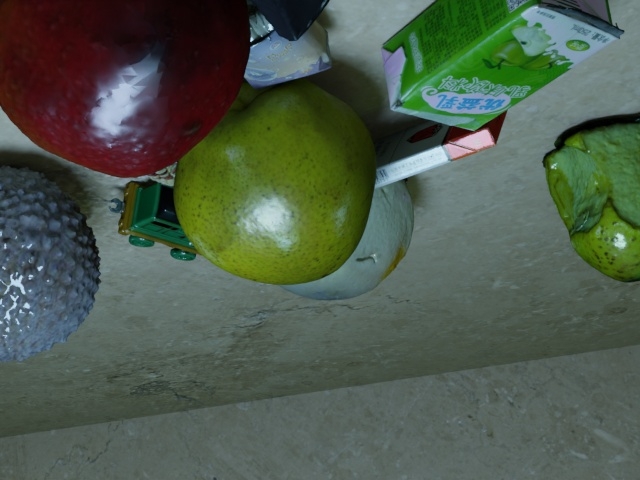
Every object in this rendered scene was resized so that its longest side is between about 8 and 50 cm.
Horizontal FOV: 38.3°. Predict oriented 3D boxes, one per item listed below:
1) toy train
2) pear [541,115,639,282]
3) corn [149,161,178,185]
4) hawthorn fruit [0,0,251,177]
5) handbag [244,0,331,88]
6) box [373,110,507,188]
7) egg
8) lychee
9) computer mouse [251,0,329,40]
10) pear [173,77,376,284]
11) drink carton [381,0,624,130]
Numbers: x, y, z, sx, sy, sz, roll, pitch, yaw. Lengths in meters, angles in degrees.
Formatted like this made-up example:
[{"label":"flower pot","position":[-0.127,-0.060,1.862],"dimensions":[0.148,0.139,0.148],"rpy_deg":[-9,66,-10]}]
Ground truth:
[{"label":"toy train","position":[-0.237,-0.033,1.528],"dimensions":[0.228,0.091,0.136],"rpy_deg":[18,158,-31]},{"label":"pear","position":[0.481,-0.046,1.544],"dimensions":[0.164,0.255,0.238],"rpy_deg":[-6,163,-5]},{"label":"corn","position":[-0.249,-0.142,1.302],"dimensions":[0.086,0.086,0.253],"rpy_deg":[-13,158,14]},{"label":"hawthorn fruit","position":[-0.186,-0.219,0.919],"dimensions":[0.265,0.265,0.307],"rpy_deg":[9,137,-35]},{"label":"handbag","position":[-0.067,-0.244,1.094],"dimensions":[0.117,0.095,0.173],"rpy_deg":[-15,160,17]},{"label":"box","position":[0.155,-0.142,1.376],"dimensions":[0.245,0.139,0.035],"rpy_deg":[-19,112,30]},{"label":"egg","position":[0.000,0.000,1.583],"dimensions":[0.337,0.201,0.337],"rpy_deg":[-4,154,-2]},{"label":"lychee","position":[-0.466,0.036,1.391],"dimensions":[0.300,0.300,0.300],"rpy_deg":[-6,158,-2]},{"label":"computer mouse","position":[-0.032,-0.313,0.869],"dimensions":[0.087,0.168,0.295],"rpy_deg":[30,171,14]},{"label":"pear","position":[-0.056,-0.078,1.266],"dimensions":[0.294,0.294,0.294],"rpy_deg":[-6,158,-2]},{"label":"drink carton","position":[0.217,-0.248,1.147],"dimensions":[0.161,0.108,0.271],"rpy_deg":[9,153,-34]}]
